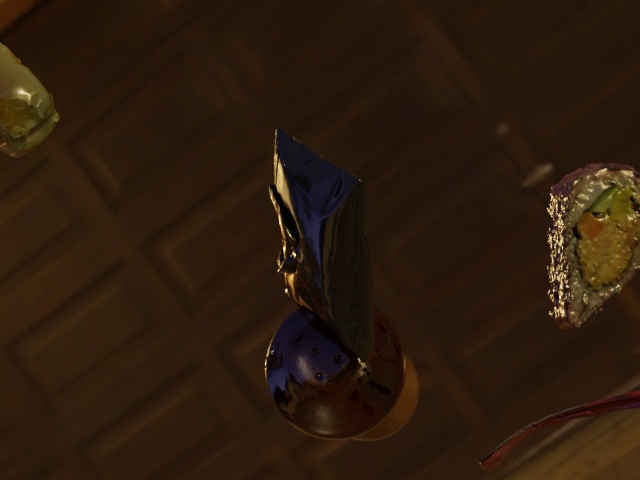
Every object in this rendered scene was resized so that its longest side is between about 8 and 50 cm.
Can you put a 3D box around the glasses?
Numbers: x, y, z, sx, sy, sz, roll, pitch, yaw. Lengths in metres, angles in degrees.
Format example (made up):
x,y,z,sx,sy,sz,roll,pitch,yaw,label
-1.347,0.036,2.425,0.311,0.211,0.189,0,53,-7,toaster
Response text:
x,y,z,sx,sy,sz,roll,pitch,yaw,label
0.238,0.253,1.377,0.268,0.118,0.234,-16,36,34,glasses

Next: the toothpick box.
x,y,z,sx,sy,sz,roll,pitch,yaw,label
0.041,0.190,1.881,0.192,0.192,0.294,-36,-21,3,toothpick box

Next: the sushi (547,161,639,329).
x,y,z,sx,sy,sz,roll,pitch,yaw,label
0.411,0.006,1.958,0.161,0.241,0.107,-4,7,-10,sushi

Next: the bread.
x,y,z,sx,sy,sz,roll,pitch,yaw,label
-0.396,-0.176,1.718,0.103,0.156,0.110,-49,37,-16,bread

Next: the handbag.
x,y,z,sx,sy,sz,roll,pitch,yaw,label
0.000,0.000,1.705,0.088,0.254,0.211,-16,31,-24,handbag
